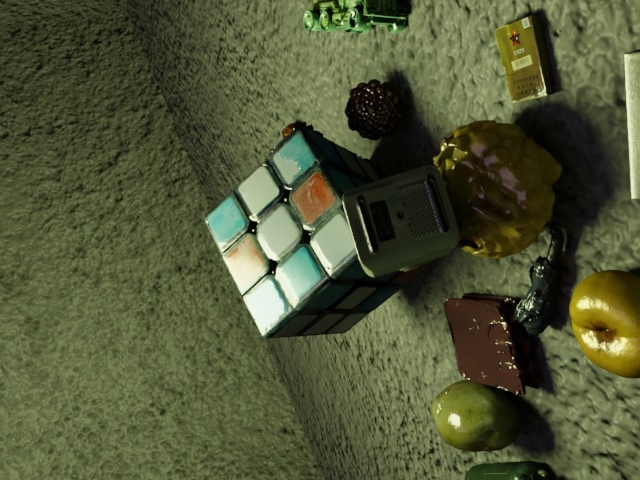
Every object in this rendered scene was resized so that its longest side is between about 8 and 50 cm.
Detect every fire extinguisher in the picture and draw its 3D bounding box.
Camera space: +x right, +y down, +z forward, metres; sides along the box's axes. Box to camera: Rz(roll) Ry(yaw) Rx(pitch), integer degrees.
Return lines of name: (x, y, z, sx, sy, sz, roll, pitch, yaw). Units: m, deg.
fire extinguisher: (0.433, 0.550, 1.505, 0.095, 0.114, 0.311, -69, 9, -25)

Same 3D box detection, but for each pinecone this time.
pinecone: (0.123, -0.296, 1.505, 0.140, 0.140, 0.121, 67, -170, 9)

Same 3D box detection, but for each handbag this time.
handbag: (0.368, 0.214, 1.426, 0.216, 0.074, 0.203, -4, 105, 65)

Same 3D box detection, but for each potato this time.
potato: (0.345, 0.394, 1.502, 0.251, 0.174, 0.159, -137, 68, -82)

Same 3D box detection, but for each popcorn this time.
popcorn: (0.309, -0.087, 1.169, 0.250, 0.190, 0.250, 47, 152, 36)

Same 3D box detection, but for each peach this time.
peach: (0.482, 0.135, 1.064, 0.179, 0.103, 0.179, 53, 155, 38)

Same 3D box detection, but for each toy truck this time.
toy truck: (0.073, -0.519, 1.445, 0.259, 0.128, 0.135, 34, 124, 55)

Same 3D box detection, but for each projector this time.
projector: (0.143, -0.027, 1.210, 0.242, 0.177, 0.163, 37, -142, -82)

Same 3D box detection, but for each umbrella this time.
umbrella: (0.413, 0.077, 1.221, 0.071, 0.071, 0.248, 49, 148, 41)

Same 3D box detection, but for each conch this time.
conch: (-0.082, -0.308, 2.012, 0.233, 0.080, 0.086, 47, 140, 45)

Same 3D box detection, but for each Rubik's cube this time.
Rubik's cube: (0.000, 0.000, 1.568, 0.363, 0.362, 0.359, -42, 66, 19)

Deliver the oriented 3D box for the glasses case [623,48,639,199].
glasses case: (0.462, -0.162, 0.913, 0.047, 0.071, 0.205, 20, 125, 57)

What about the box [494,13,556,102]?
box: (0.345, -0.304, 1.122, 0.090, 0.023, 0.133, 0, 108, 65)
